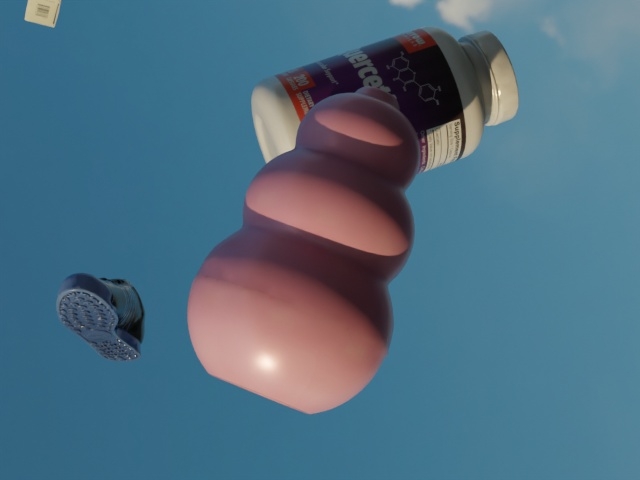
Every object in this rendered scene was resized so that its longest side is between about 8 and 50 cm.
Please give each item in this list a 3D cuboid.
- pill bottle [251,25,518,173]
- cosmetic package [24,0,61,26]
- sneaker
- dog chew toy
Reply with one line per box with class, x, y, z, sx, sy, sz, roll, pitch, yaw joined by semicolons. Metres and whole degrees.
pill bottle;0.084;-0.166;1.365;0.323;0.181;0.181;-20;-84;-10
cosmetic package;-0.362;-0.349;1.401;0.041;0.060;0.115;12;-122;-17
sneaker;-0.291;0.083;1.405;0.232;0.082;0.090;79;-171;-62
dog chew toy;0.000;0.000;1.061;0.207;0.207;0.331;30;-103;-43
